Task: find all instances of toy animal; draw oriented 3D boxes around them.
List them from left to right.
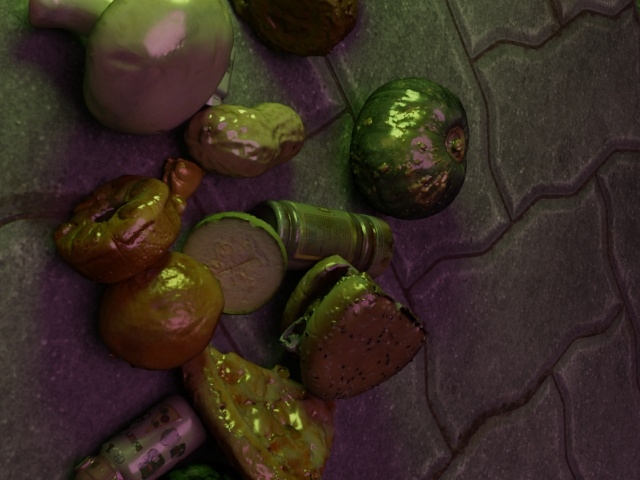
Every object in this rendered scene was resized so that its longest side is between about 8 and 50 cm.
[{"bbox_3d":[-0.288,-0.083,1.437,0.083,0.070,0.159,23,80,-39],"label":"toy animal"}]

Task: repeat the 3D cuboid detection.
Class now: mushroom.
[{"bbox_3d":[-0.319,-0.335,1.272,0.356,0.315,0.315,4,86,-38],"label":"mushroom"}]

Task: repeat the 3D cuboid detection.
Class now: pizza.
[{"bbox_3d":[-0.094,0.383,1.422,0.435,0.080,0.392,26,28,-33],"label":"pizza"}]

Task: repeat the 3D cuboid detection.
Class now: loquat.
[{"bbox_3d":[-0.297,0.128,1.327,0.238,0.193,0.238,0,80,-2],"label":"loquat"}]

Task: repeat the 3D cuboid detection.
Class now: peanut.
[{"bbox_3d":[-0.143,-0.204,1.486,0.291,0.143,0.159,-16,73,-50],"label":"peanut"}]

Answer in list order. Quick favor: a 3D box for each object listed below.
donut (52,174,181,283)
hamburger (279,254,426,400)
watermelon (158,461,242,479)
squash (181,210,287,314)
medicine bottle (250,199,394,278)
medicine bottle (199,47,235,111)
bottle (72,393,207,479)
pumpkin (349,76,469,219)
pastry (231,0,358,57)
[{"bbox_3d":[-0.362,-0.022,1.286,0.226,0.227,0.113,-48,128,-29],"label":"donut"},{"bbox_3d":[0.056,0.204,1.560,0.277,0.195,0.318,-46,135,3],"label":"hamburger"},{"bbox_3d":[-0.220,0.566,1.344,0.285,0.285,0.285,1,88,-38],"label":"watermelon"},{"bbox_3d":[-0.178,0.047,1.458,0.041,0.219,0.219,-74,144,-70],"label":"squash"},{"bbox_3d":[0.000,0.000,1.606,0.322,0.151,0.151,9,84,-38],"label":"medicine bottle"},{"bbox_3d":[-0.226,-0.339,1.480,0.079,0.079,0.140,17,79,-37],"label":"medicine bottle"},{"bbox_3d":[-0.345,0.406,1.345,0.253,0.120,0.120,-33,109,-34],"label":"bottle"},{"bbox_3d":[0.210,-0.215,1.712,0.291,0.257,0.327,43,57,-43],"label":"pumpkin"},{"bbox_3d":[-0.040,-0.509,1.542,0.240,0.235,0.132,49,49,-20],"label":"pastry"}]
